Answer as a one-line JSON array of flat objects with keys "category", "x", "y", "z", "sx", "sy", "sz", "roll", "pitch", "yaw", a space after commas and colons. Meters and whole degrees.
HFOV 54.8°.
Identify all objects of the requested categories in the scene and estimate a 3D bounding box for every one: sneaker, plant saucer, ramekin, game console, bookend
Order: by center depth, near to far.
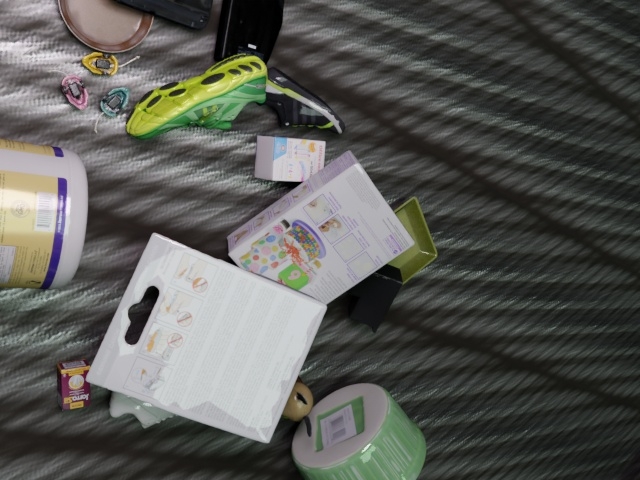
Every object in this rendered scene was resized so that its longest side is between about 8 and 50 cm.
[{"category": "plant saucer", "x": -0.387, "y": -0.426, "z": 1.117, "sx": 0.168, "sy": 0.029, "sz": 0.169, "roll": -7, "pitch": 104, "yaw": -30}, {"category": "game console", "x": -0.223, "y": -0.469, "z": 1.184, "sx": 0.361, "sy": 0.044, "sz": 0.213, "roll": 7, "pitch": 95, "yaw": -41}, {"category": "sneaker", "x": -0.229, "y": -0.254, "z": 1.198, "sx": 0.295, "sy": 0.109, "sz": 0.124, "roll": -26, "pitch": 135, "yaw": -13}, {"category": "sneaker", "x": -0.329, "y": 0.336, "z": 1.286, "sx": 0.232, "sy": 0.090, "sz": 0.115, "roll": 17, "pitch": 99, "yaw": -26}, {"category": "sneaker", "x": -0.053, "y": -0.284, "z": 1.346, "sx": 0.234, "sy": 0.084, "sz": 0.097, "roll": 28, "pitch": 108, "yaw": -32}, {"category": "ramekin", "x": 0.079, "y": 0.477, "z": 1.444, "sx": 0.303, "sy": 0.303, "sz": 0.148, "roll": -39, "pitch": 110, "yaw": -20}, {"category": "bookend", "x": 0.094, "y": 0.121, "z": 1.498, "sx": 0.156, "sy": 0.072, "sz": 0.157, "roll": 20, "pitch": 115, "yaw": -9}, {"category": "plant saucer", "x": 0.192, "y": 0.011, "z": 1.565, "sx": 0.188, "sy": 0.045, "sz": 0.189, "roll": -36, "pitch": 117, "yaw": -22}]

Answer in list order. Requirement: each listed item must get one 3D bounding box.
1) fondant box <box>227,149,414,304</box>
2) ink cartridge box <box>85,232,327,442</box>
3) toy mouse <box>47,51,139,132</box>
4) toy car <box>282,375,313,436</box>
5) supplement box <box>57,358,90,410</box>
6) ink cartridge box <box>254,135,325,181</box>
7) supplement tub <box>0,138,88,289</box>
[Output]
[{"category": "fondant box", "x": 0.000, "y": 0.000, "z": 1.332, "sx": 0.330, "sy": 0.096, "sz": 0.238, "roll": -35, "pitch": 118, "yaw": 6}, {"category": "ink cartridge box", "x": -0.217, "y": 0.195, "z": 1.230, "sx": 0.384, "sy": 0.091, "sz": 0.308, "roll": 25, "pitch": 87, "yaw": -18}, {"category": "toy mouse", "x": -0.413, "y": -0.269, "z": 1.131, "sx": 0.160, "sy": 0.031, "sz": 0.143, "roll": -5, "pitch": 102, "yaw": -31}, {"category": "toy car", "x": -0.077, "y": 0.363, "z": 1.379, "sx": 0.148, "sy": 0.188, "sz": 0.155, "roll": -20, "pitch": 110, "yaw": -28}, {"category": "supplement box", "x": -0.477, "y": 0.278, "z": 1.194, "sx": 0.054, "sy": 0.043, "sz": 0.083, "roll": -4, "pitch": 103, "yaw": -33}, {"category": "ink cartridge box", "x": -0.058, "y": -0.176, "z": 1.341, "sx": 0.143, "sy": 0.090, "sz": 0.092, "roll": -2, "pitch": 100, "yaw": -32}, {"category": "supplement tub", "x": -0.556, "y": -0.047, "z": 0.960, "sx": 0.331, "sy": 0.241, "sz": 0.241, "roll": 6, "pitch": 97, "yaw": -33}]
